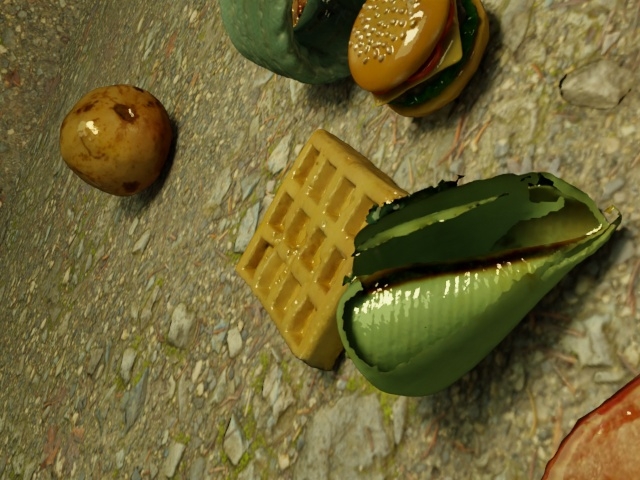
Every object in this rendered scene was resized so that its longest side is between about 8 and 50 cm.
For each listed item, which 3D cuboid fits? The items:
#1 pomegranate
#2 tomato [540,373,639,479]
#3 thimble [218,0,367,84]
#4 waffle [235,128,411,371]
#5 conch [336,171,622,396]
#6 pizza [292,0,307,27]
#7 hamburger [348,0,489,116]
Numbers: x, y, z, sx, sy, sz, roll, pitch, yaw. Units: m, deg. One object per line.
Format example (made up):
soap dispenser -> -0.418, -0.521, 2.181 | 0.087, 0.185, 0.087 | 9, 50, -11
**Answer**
pomegranate -> -0.392, -0.188, 1.440 | 0.215, 0.215, 0.216 | -31, 48, 43
tomato -> 0.257, 0.196, 0.346 | 0.338, 0.143, 0.339 | -38, 39, 40
thimble -> -0.020, -0.316, 0.972 | 0.143, 0.198, 0.235 | 34, 140, 40
waffle -> 0.000, 0.000, 0.895 | 0.221, 0.055, 0.248 | -60, 34, 12
conch -> 0.110, 0.025, 0.643 | 0.251, 0.137, 0.143 | -55, 54, 26
pizza -> 0.000, -0.387, 1.112 | 0.246, 0.058, 0.127 | -55, 36, 23
hamburger -> 0.104, -0.216, 0.816 | 0.162, 0.115, 0.162 | -29, 52, 43
